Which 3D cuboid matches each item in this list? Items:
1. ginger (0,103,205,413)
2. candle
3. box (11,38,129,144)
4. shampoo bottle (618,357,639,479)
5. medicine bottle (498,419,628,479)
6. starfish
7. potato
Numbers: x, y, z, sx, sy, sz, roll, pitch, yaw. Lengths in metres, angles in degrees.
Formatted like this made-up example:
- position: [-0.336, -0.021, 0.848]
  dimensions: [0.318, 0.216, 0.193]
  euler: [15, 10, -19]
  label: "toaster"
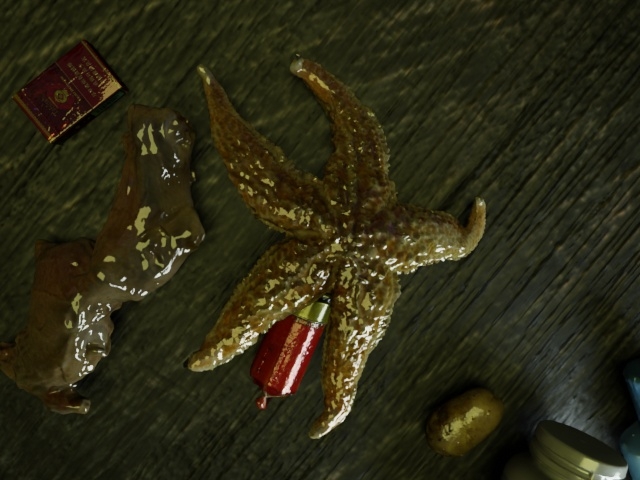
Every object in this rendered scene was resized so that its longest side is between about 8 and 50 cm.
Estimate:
- position: [-0.188, 0.017, 0.470]
  dimensions: [0.122, 0.084, 0.290]
  euler: [35, 97, 17]
  label: "ginger"
- position: [-0.030, 0.099, 0.494]
  dimensions: [0.052, 0.052, 0.130]
  euler: [22, 96, -6]
  label: "candle"
- position: [-0.220, -0.129, 0.468]
  dimensions: [0.082, 0.023, 0.051]
  euler: [-38, 97, 2]
  label: "box"
- position: [0.366, 0.238, 0.528]
  dimensions: [0.104, 0.061, 0.258]
  euler: [-22, 98, 0]
  label: "shampoo bottle"
- position: [0.212, 0.276, 0.501]
  dimensions: [0.107, 0.107, 0.191]
  euler: [18, 95, -5]
  label: "medicine bottle"
- position: [0.001, 0.000, 0.442]
  dimensions: [0.299, 0.060, 0.302]
  euler: [24, 75, -14]
  label: "starfish"
- position: [0.139, 0.176, 0.518]
  dimensions: [0.083, 0.040, 0.051]
  euler: [-37, 107, 3]
  label: "potato"
